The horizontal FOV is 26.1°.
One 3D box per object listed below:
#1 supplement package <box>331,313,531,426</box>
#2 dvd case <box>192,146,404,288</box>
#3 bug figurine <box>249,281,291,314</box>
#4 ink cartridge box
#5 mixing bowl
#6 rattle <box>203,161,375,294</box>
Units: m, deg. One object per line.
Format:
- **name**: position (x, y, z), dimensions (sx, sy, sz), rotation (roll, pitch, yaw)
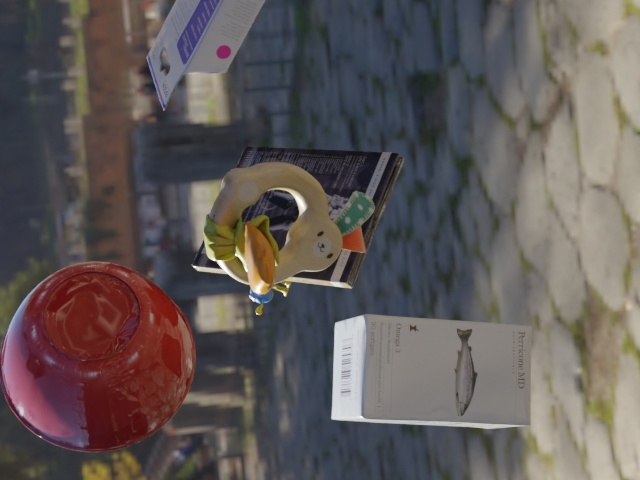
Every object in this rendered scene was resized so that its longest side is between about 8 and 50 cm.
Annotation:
- **supplement package**: position (0.112, 0.134, 1.401), dimensions (0.105, 0.179, 0.105), rotation (153, 120, -71)
- **dvd case**: position (-0.027, -0.030, 1.540), dimensions (0.018, 0.221, 0.165), rotation (46, -121, -44)
- **bug figurine**: position (-0.063, -0.016, 2.054), dimensions (0.279, 0.072, 0.216), rotation (97, -169, -72)
- **ink cartridge box**: position (-0.123, -0.360, 1.887), dimensions (0.371, 0.069, 0.176), rotation (-56, 29, 21)
- **mixing bowl**: position (-0.203, 0.087, 1.239), dimensions (0.098, 0.181, 0.181), rotation (98, 165, -61)
- **rattle**: position (0.000, 0.000, 1.324), dimensions (0.142, 0.199, 0.130), rotation (9, 84, 56)
